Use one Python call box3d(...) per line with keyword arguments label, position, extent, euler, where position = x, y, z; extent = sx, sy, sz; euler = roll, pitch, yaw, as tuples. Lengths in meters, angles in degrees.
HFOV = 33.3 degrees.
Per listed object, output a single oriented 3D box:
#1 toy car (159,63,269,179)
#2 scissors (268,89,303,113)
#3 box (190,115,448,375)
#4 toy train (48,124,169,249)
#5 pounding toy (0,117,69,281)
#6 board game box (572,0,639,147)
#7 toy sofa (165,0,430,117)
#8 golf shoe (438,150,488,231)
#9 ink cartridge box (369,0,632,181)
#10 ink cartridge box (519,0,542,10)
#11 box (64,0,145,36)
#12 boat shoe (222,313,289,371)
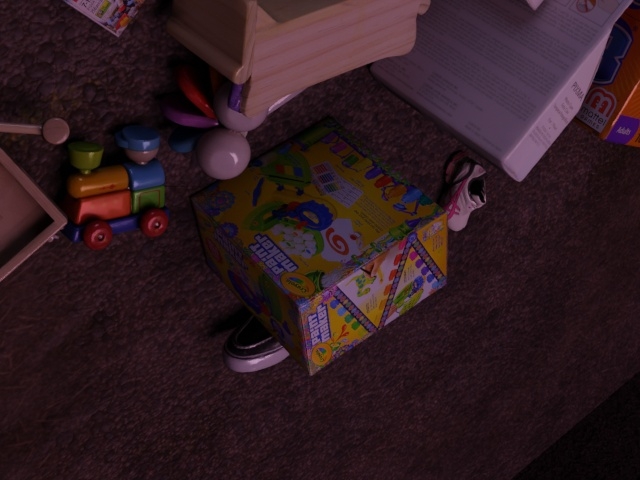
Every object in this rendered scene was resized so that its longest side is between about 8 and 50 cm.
box3d(label="toy car", position=(-0.152, -0.183, 1.485), extent=(0.136, 0.159, 0.182), euler=(16, 117, -15))
box3d(label="scissors", position=(0.017, -0.268, 1.662), extent=(0.297, 0.021, 0.109), euler=(-49, 147, 0))
box3d(label="box", position=(0.000, 0.000, 1.674), extent=(0.279, 0.290, 0.177), euler=(-31, 143, -20))
box3d(label="toy train", position=(-0.323, -0.068, 1.443), extent=(0.248, 0.105, 0.143), euler=(-14, 122, -36))
box3d(label="pounding toy", position=(-0.396, -0.078, 1.345), extent=(0.206, 0.094, 0.181), euler=(-42, 103, -7))
box3d(label="board game box", position=(0.511, -0.387, 1.772), extent=(0.357, 0.356, 0.356), euler=(2, 123, -48))
box3d(label="toy sofa", position=(-0.021, -0.317, 1.435), extent=(0.363, 0.150, 0.177), euler=(-28, 144, -34))
box3d(label="golf shoe", position=(0.278, -0.079, 2.069), extent=(0.067, 0.086, 0.186), euler=(-30, 143, -26))
box3d(label="ink cartridge box", position=(0.306, -0.327, 1.660), extent=(0.385, 0.308, 0.091), euler=(-50, 145, 3))
box3d(label="ink cartridge box", position=(0.290, -0.456, 1.617), extent=(0.139, 0.191, 0.082), euler=(-49, 145, 3))
box3d(label="box", position=(-0.229, -0.360, 1.300), extent=(0.207, 0.036, 0.114), euler=(-52, 145, 7))
box3d(label="boat shoe", position=(-0.052, 0.115, 1.891), extent=(0.306, 0.113, 0.105), euler=(-30, 135, -27))
